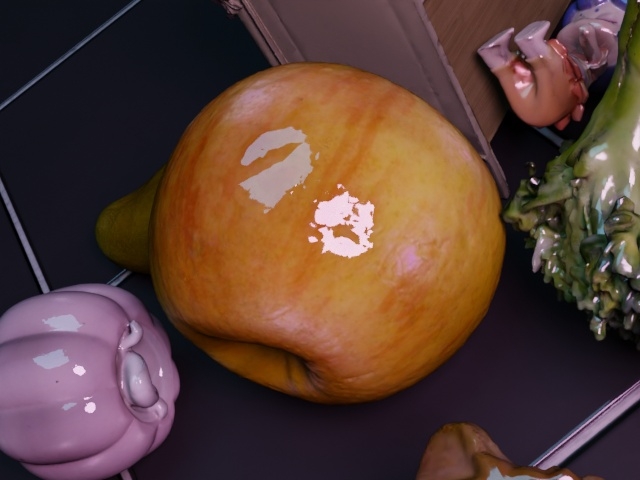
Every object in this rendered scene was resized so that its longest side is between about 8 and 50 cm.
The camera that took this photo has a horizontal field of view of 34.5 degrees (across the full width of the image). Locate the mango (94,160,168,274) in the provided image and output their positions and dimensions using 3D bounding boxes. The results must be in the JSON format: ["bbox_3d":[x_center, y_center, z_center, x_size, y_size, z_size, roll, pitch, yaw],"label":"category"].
[{"bbox_3d":[-0.143,-0.031,1.063,0.228,0.099,0.136,-22,48,27],"label":"mango"}]

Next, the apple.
[{"bbox_3d":[0.000,0.000,0.815,0.286,0.286,0.233,12,64,40],"label":"apple"}]

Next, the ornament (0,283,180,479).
[{"bbox_3d":[-0.205,0.124,0.911,0.178,0.177,0.177,-18,45,20],"label":"ornament"}]

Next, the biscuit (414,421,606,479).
[{"bbox_3d":[0.223,0.211,0.567,0.366,0.115,0.268,-15,55,16],"label":"biscuit"}]

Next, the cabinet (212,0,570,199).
[{"bbox_3d":[0.085,-0.247,0.938,0.227,0.318,0.290,13,62,38],"label":"cabinet"}]

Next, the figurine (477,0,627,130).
[{"bbox_3d":[0.224,-0.158,0.874,0.195,0.102,0.111,-33,19,-29],"label":"figurine"}]

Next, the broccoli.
[{"bbox_3d":[0.260,-0.058,0.710,0.248,0.245,0.288,-9,41,-14],"label":"broccoli"}]
